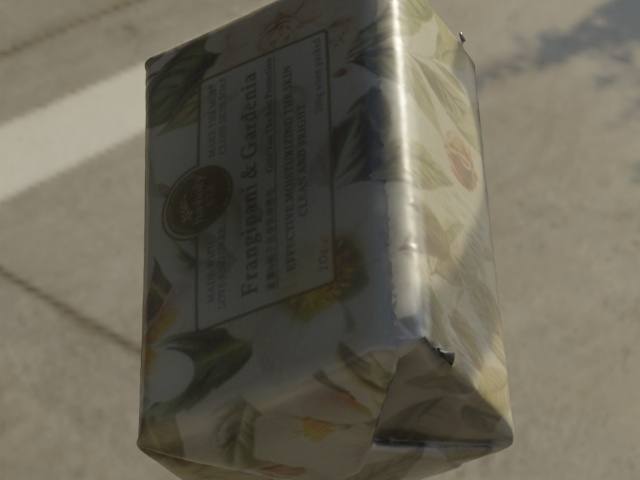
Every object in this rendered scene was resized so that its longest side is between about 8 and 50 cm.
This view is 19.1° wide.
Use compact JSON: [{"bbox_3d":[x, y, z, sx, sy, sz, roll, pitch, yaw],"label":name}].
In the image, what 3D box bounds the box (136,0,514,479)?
[{"bbox_3d":[0.000,0.000,0.357,0.062,0.045,0.098,-23,49,21],"label":"box"}]
